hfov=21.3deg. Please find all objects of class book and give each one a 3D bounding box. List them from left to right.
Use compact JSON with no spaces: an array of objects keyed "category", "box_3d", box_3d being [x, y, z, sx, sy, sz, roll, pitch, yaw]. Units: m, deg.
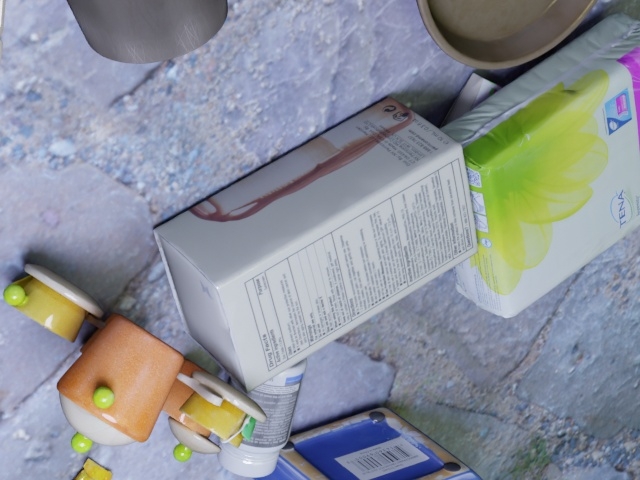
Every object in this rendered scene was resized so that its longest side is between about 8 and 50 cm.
[{"category":"book","box_3d":[0.195,-0.118,1.864,0.144,0.035,0.096,18,103,-45]}]

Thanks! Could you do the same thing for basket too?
[{"category":"basket","box_3d":[-0.159,-0.273,1.409,0.204,0.154,0.227,-28,134,-20]}]

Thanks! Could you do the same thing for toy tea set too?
[{"category":"toy tea set","box_3d":[-0.175,0.155,1.630,0.124,0.200,0.336,-57,141,-6]}]

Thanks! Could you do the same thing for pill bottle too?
[{"category":"pill bottle","box_3d":[-0.065,0.177,1.811,0.078,0.078,0.137,-4,118,-37]}]

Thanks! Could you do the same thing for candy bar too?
[{"category":"candy bar","box_3d":[-0.279,0.294,1.758,0.161,0.018,0.040,-48,132,-3]}]

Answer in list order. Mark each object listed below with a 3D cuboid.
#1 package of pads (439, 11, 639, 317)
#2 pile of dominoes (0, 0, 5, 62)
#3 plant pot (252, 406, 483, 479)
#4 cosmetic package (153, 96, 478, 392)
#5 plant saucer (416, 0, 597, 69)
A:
[{"category":"package of pads","box_3d":[0.261,-0.078,1.856,0.296,0.101,0.229,-33,133,-24]},{"category":"pile of dominoes","box_3d":[-0.366,-0.220,1.370,0.251,0.040,0.196,-13,124,-42]},{"category":"plant pot","box_3d":[0.052,0.328,1.898,0.236,0.236,0.212,-14,118,-31]},{"category":"cosmetic package","box_3d":[0.000,0.000,1.716,0.296,0.129,0.153,-30,133,-21]},{"category":"plant saucer","box_3d":[0.200,-0.309,1.741,0.278,0.041,0.277,-20,128,-28]}]
